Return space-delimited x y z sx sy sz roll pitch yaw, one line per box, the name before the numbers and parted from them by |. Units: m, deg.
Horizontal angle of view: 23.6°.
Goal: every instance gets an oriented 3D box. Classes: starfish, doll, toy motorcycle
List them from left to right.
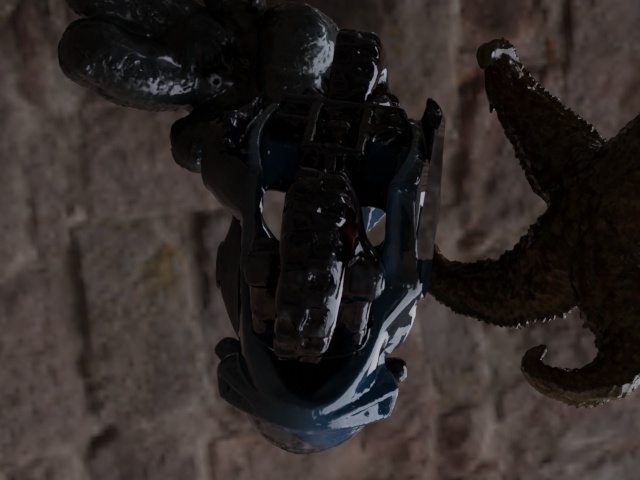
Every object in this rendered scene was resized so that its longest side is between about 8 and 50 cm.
doll | -0.081 -0.177 1.469 0.158 0.340 0.245 -29 -132 44
toy motorcycle | 0.000 0.000 1.140 0.416 0.172 0.232 -81 177 -63
starfish | 0.201 -0.037 1.086 0.113 0.312 0.303 31 19 -42
